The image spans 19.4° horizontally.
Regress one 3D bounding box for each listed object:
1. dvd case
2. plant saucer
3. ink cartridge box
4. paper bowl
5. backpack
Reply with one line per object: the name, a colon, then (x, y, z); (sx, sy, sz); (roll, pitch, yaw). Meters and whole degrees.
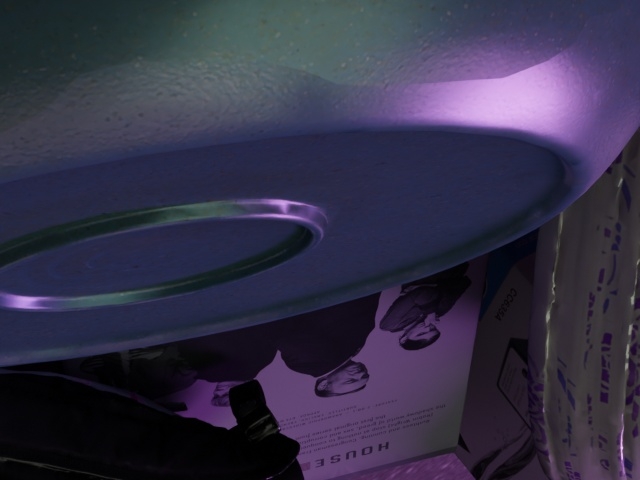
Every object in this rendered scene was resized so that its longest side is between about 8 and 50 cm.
dvd case: (-0.020, 0.054, 0.808); (0.179, 0.030, 0.239); (-13, 151, -8)
plant saucer: (-0.051, -0.011, 0.528); (0.317, 0.044, 0.317); (-11, 168, -2)
ink cartridge box: (0.132, 0.076, 0.924); (0.082, 0.191, 0.140); (-21, 150, -33)
paper bowl: (0.190, -0.024, 0.726); (0.284, 0.148, 0.284); (11, 90, -70)
backpack: (-0.100, 0.122, 0.718); (0.182, 0.152, 0.115); (23, 141, -35)
